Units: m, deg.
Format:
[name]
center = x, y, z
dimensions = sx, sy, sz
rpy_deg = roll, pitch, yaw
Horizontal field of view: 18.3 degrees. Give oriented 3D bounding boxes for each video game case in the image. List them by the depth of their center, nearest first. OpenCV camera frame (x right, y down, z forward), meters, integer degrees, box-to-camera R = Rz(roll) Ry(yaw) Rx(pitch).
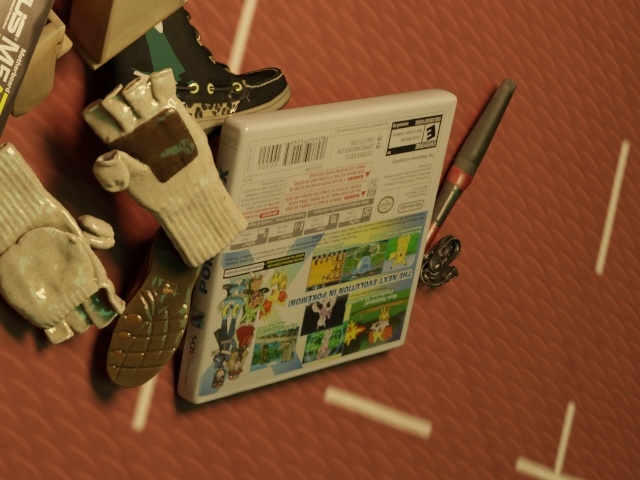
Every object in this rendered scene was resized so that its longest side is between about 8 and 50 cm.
[video game case]
center = 0.000, 0.000, 2.058
dimensions = 0.329, 0.036, 0.300
rpy_deg = -12, 121, -47

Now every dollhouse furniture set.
[dollhouse furniture set]
center = -0.277, -0.331, 1.760
dimensions = 0.303, 0.174, 0.355
rpy_deg = -40, 84, -19

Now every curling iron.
[curling iron]
center = 0.166, -0.068, 2.298
dimensions = 0.068, 0.035, 0.274
rpy_deg = 41, 65, -46

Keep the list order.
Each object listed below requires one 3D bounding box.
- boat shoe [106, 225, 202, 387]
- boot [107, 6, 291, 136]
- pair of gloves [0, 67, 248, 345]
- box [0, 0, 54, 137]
[boat shoe]
center = -0.158, 0.059, 1.930
dimensions = 0.064, 0.060, 0.178
rpy_deg = 23, 85, -11
[boot]
center = -0.126, -0.192, 1.933
dimensions = 0.236, 0.085, 0.178
rpy_deg = -22, 107, -46
[pair of gloves]
center = -0.198, -0.027, 1.833
dimensions = 0.240, 0.042, 0.204
rpy_deg = -31, 116, -13
[box]
center = -0.339, -0.127, 1.567
dimensions = 0.060, 0.270, 0.216
rpy_deg = 34, 68, -42
